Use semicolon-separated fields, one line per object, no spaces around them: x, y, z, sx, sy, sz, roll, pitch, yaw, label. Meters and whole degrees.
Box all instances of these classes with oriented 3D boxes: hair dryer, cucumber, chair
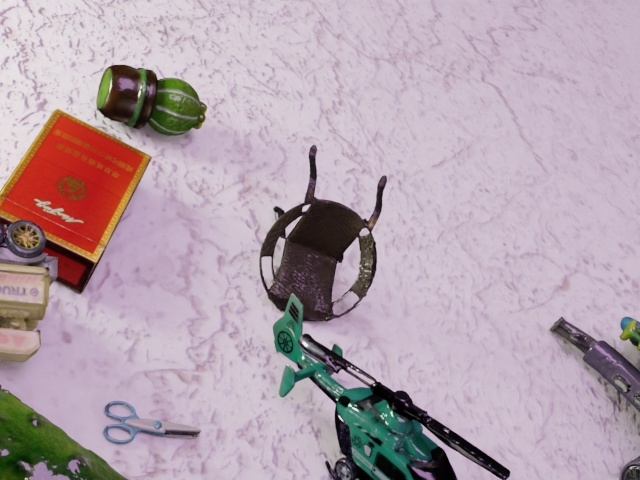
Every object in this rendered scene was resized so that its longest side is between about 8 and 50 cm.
0.481;0.256;1.666;0.301;0.121;0.361;-4;42;-46;hair dryer
-0.259;0.298;1.108;0.325;0.105;0.145;39;40;-1;cucumber
0.000;0.000;1.541;0.174;0.149;0.213;23;46;-17;chair

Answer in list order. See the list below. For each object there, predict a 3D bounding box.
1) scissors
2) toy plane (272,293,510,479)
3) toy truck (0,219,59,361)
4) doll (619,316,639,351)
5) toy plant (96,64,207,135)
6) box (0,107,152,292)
-0.202;0.224;1.280;0.119;0.014;0.058;11;47;-21;scissors
0.061;0.229;1.359;0.106;0.155;0.382;-16;45;-42;toy plane
-0.438;0.055;1.202;0.272;0.124;0.157;10;57;-32;toy truck
0.628;0.210;1.688;0.341;0.098;0.346;37;6;31;doll
-0.251;-0.208;1.603;0.162;0.093;0.092;14;45;-28;toy plant
-0.337;-0.058;1.418;0.153;0.074;0.239;30;40;-13;box
